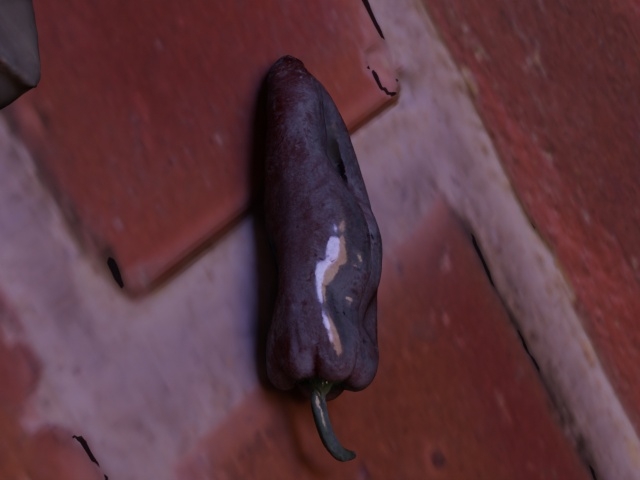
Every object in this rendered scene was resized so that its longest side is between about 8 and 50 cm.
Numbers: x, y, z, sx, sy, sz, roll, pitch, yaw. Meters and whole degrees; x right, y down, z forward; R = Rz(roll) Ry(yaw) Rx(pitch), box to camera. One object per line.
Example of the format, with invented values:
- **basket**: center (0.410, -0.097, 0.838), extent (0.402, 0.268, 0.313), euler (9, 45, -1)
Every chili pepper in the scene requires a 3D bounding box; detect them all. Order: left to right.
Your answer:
- **chili pepper**: center (0.001, 0.000, 0.687), extent (0.050, 0.041, 0.153), euler (86, 3, -69)

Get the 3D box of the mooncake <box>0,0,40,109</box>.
- **mooncake**: center (-0.136, -0.101, 0.537), extent (0.130, 0.073, 0.125), euler (46, 28, -41)
